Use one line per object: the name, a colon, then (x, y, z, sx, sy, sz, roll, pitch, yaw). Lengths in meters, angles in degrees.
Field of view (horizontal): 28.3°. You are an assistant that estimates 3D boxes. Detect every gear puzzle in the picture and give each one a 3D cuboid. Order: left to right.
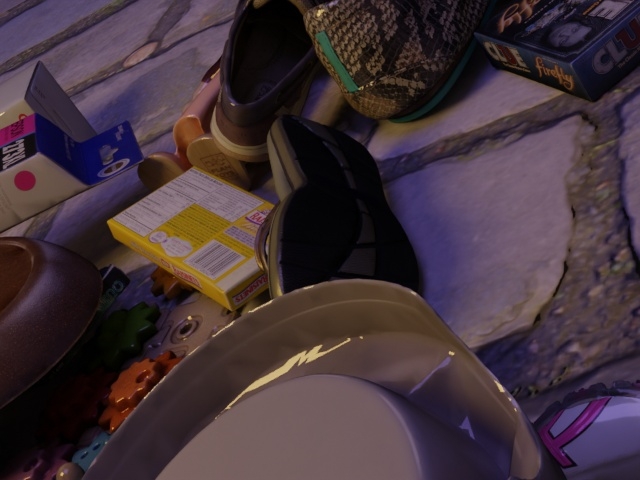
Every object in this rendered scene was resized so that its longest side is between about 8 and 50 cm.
gear puzzle: (-0.157, 0.095, 1.065, 0.175, 0.044, 0.339, -15, 34, 36)

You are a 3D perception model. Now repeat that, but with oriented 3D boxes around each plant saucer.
plant saucer: (-0.338, 0.082, 1.086, 0.310, 0.050, 0.310, -19, 25, 10)

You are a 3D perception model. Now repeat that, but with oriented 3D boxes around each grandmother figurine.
grandmother figurine: (-0.066, -0.185, 1.349, 0.208, 0.104, 0.342, -8, 40, 29)

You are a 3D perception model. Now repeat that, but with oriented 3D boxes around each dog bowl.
dog bowl: (-0.020, 0.191, 0.624, 0.349, 0.102, 0.349, -35, 34, 28)

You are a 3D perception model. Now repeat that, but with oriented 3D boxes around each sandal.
sandal: (0.001, 0.000, 0.990, 0.086, 0.120, 0.303, -57, 17, 23)

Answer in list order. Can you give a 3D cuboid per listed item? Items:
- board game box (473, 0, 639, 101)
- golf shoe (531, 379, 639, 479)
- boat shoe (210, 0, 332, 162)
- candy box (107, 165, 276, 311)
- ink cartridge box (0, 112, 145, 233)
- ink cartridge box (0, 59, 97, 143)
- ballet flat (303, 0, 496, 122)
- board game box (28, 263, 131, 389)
board game box: (0.268, -0.223, 1.077, 0.243, 0.042, 0.165, -40, 27, -6)
golf shoe: (0.122, 0.135, 0.663, 0.186, 0.067, 0.086, -30, 35, 33)
boat shoe: (-0.031, -0.211, 1.212, 0.092, 0.103, 0.285, 108, -178, -65)
candy box: (-0.096, -0.006, 1.117, 0.105, 0.027, 0.206, -32, 34, -24)
ink cartridge box: (-0.363, -0.041, 1.286, 0.371, 0.069, 0.176, -25, 22, -5)
ink cartridge box: (-0.384, -0.110, 1.562, 0.176, 0.128, 0.127, -28, 28, 13)
ballet flat: (0.140, -0.323, 1.227, 0.164, 0.182, 0.483, -11, 36, 53)
board game box: (-0.257, 0.090, 1.168, 0.186, 0.026, 0.126, -20, 29, 53)
